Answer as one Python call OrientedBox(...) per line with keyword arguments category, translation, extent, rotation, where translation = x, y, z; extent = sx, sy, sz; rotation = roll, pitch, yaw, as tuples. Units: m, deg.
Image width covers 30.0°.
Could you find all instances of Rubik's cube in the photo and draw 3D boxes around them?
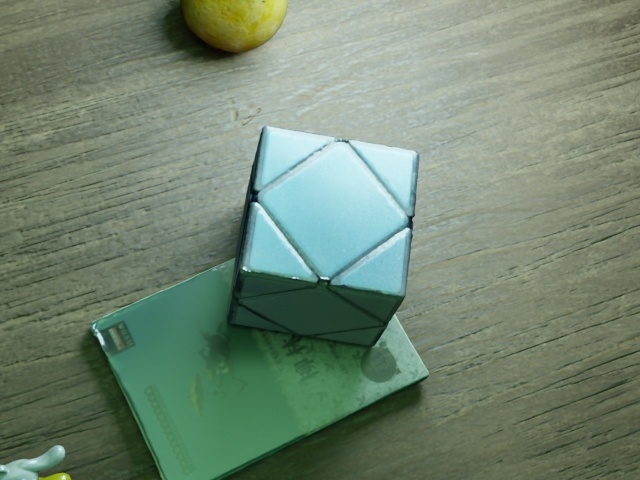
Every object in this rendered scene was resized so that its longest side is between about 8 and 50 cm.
OrientedBox(category="Rubik's cube", translation=(0.000, 0.000, 1.515), extent=(0.205, 0.207, 0.205), rotation=(10, 68, -7))

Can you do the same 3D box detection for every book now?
OrientedBox(category="book", translation=(-0.079, 0.146, 1.576), extent=(0.379, 0.031, 0.264), rotation=(-25, 76, -16))

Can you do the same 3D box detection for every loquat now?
OrientedBox(category="loquat", translation=(-0.120, -0.338, 1.666), extent=(0.163, 0.163, 0.137), rotation=(41, 40, 4))

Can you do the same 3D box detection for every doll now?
OrientedBox(category="doll", translation=(-0.354, 0.294, 1.440), extent=(0.135, 0.113, 0.071), rotation=(-49, 43, 16))
